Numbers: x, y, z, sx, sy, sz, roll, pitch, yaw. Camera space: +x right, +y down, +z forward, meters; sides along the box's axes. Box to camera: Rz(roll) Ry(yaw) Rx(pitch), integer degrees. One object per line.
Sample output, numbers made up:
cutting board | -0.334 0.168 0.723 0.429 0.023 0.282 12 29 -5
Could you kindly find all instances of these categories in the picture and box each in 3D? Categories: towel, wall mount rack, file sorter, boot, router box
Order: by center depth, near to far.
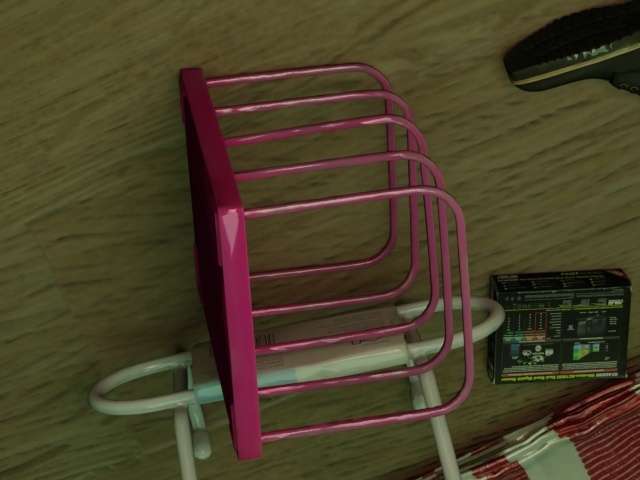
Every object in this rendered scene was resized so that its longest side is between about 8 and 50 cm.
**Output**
file sorter | 0.000 0.000 1.521 0.182 0.291 0.202 -7 115 -7
wall mount rack | -0.006 0.155 1.580 0.350 0.304 0.130 -12 107 0
boot | 0.260 -0.124 1.613 0.198 0.077 0.137 -17 121 3
router box | 0.208 0.075 1.715 0.122 0.038 0.092 -2 115 -5
towel | 0.217 0.265 1.793 0.329 0.037 0.237 -27 122 6
